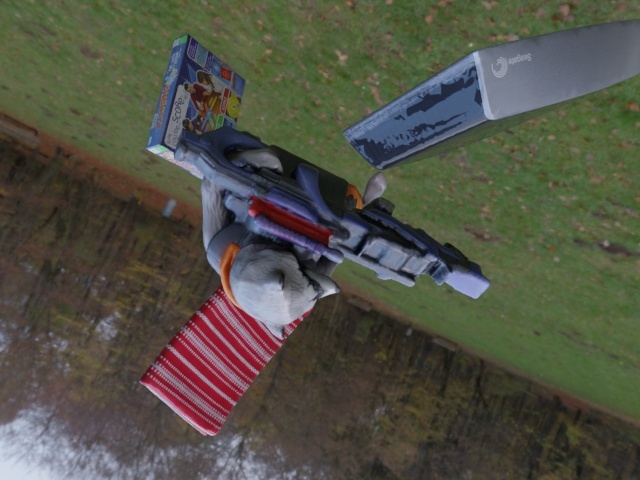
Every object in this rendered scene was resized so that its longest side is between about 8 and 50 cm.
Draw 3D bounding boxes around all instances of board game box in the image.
[{"bbox_3d":[-0.197,-0.211,0.859,0.035,0.201,0.136,-5,157,36],"label":"board game box"}]

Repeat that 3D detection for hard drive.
[{"bbox_3d":[0.163,-0.128,0.467,0.255,0.054,0.172,-22,-178,-34],"label":"hard drive"}]

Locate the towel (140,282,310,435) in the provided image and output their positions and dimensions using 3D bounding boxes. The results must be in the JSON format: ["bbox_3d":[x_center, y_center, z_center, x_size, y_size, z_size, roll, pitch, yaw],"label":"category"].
[{"bbox_3d":[-0.126,0.150,0.809,0.031,0.274,0.198,21,150,37],"label":"towel"}]

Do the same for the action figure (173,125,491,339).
[{"bbox_3d":[0.000,0.000,0.599,0.342,0.178,0.330,29,-153,-3],"label":"action figure"}]
